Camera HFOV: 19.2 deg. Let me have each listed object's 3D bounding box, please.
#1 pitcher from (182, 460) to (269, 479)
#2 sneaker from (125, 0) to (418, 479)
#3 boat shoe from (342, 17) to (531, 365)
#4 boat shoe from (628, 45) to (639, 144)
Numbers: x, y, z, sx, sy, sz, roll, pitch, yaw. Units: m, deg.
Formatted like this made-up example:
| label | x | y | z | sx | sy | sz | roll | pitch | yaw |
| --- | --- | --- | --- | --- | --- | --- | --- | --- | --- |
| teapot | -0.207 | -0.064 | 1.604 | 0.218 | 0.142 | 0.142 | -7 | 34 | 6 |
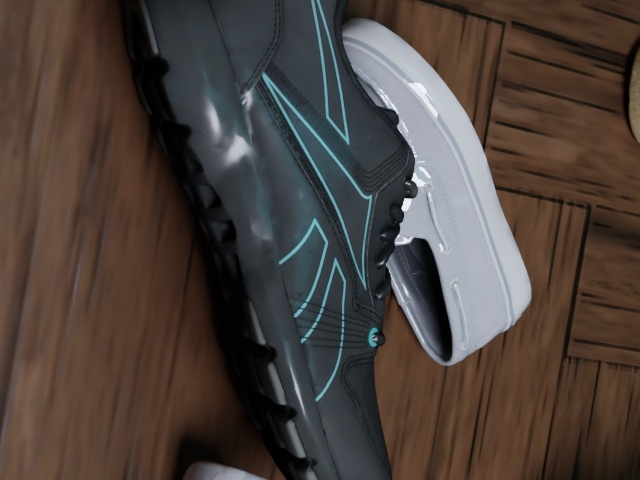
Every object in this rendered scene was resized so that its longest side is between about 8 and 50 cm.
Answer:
| label | x | y | z | sx | sy | sz | roll | pitch | yaw |
| --- | --- | --- | --- | --- | --- | --- | --- | --- | --- |
| pitcher | -0.071 | 0.227 | 0.825 | 0.207 | 0.125 | 0.177 | -47 | 131 | -37 |
| sneaker | 0.000 | 0.000 | 0.835 | 0.106 | 0.101 | 0.267 | -19 | 102 | -15 |
| boat shoe | 0.041 | -0.019 | 0.916 | 0.063 | 0.066 | 0.184 | -43 | 128 | -27 |
| boat shoe | 0.301 | -0.074 | 1.082 | 0.277 | 0.096 | 0.098 | -3 | 96 | -37 |
